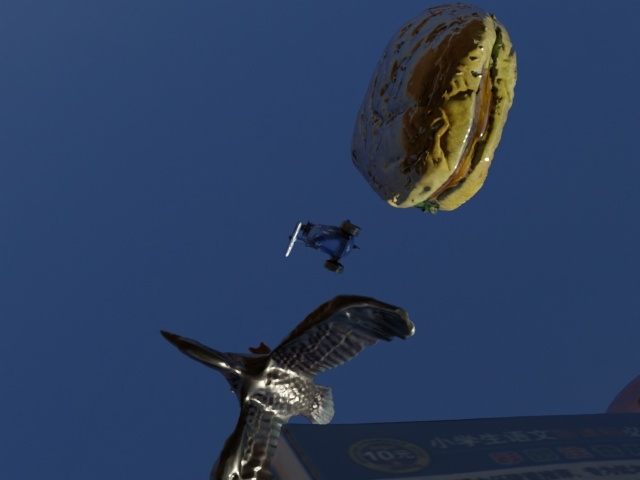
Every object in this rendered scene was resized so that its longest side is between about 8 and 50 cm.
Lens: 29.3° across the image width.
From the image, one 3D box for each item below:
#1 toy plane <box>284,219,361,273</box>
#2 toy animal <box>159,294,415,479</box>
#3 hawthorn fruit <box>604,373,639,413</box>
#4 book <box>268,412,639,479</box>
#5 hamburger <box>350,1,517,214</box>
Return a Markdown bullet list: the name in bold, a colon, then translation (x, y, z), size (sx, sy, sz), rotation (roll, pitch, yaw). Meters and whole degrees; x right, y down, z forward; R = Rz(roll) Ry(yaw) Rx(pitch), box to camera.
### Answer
- **toy plane**: translation (0.000, 0.000, 1.233), size (0.062, 0.167, 0.054), rotation (24, -83, 10)
- **toy animal**: translation (-0.063, 0.139, 1.134), size (0.197, 0.160, 0.272), rotation (29, -89, 1)
- **hawthorn fruit**: translation (0.388, 0.231, 1.222), size (0.277, 0.277, 0.298), rotation (-48, -146, -16)
- **book**: translation (0.176, 0.169, 0.512), size (0.300, 0.039, 0.428), rotation (1, -165, -18)
- **hamburger**: translation (0.134, -0.171, 1.537), size (0.134, 0.265, 0.285), rotation (9, -166, -21)
